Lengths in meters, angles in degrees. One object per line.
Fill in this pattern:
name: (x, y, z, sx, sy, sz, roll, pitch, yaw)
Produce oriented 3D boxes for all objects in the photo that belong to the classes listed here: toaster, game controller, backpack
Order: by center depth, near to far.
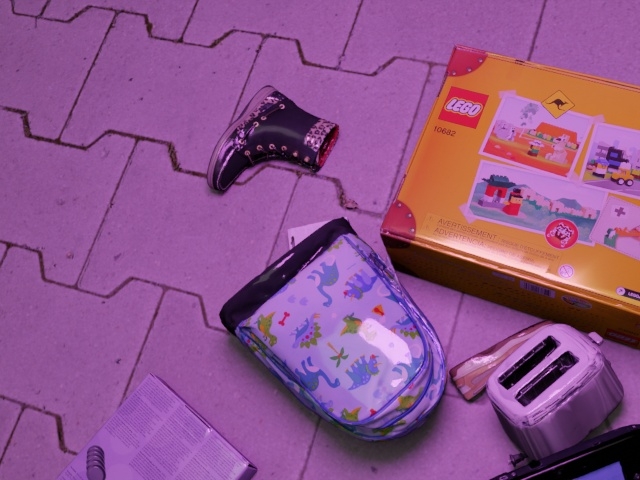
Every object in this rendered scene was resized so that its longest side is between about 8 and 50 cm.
game controller: (0.365, 0.385, 1.239, 0.319, 0.067, 0.166, -23, 108, 2)
toaster: (0.349, 0.235, 1.287, 0.227, 0.146, 0.129, -38, 42, -4)
backpack: (0.045, 0.164, 1.363, 0.290, 0.273, 0.355, -38, 84, -8)

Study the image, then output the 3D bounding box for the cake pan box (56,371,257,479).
cake pan box: (-0.275, 0.399, 1.419, 0.267, 0.070, 0.246, 36, 82, 23)

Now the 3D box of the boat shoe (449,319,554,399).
boat shoe: (0.309, 0.200, 1.376, 0.190, 0.068, 0.072, -31, 77, 10)

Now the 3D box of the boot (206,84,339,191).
boot: (-0.092, -0.169, 1.597, 0.178, 0.085, 0.236, 28, 77, 19)

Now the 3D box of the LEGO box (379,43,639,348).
LEGO box: (0.399, -0.072, 1.386, 0.500, 0.193, 0.372, 19, 74, 19)

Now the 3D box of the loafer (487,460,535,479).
loafer: (0.337, 0.381, 1.301, 0.170, 0.062, 0.061, -20, 104, 2)

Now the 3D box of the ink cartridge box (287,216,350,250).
ink cartridge box: (0.000, 0.000, 1.539, 0.115, 0.029, 0.063, -11, 67, 9)
